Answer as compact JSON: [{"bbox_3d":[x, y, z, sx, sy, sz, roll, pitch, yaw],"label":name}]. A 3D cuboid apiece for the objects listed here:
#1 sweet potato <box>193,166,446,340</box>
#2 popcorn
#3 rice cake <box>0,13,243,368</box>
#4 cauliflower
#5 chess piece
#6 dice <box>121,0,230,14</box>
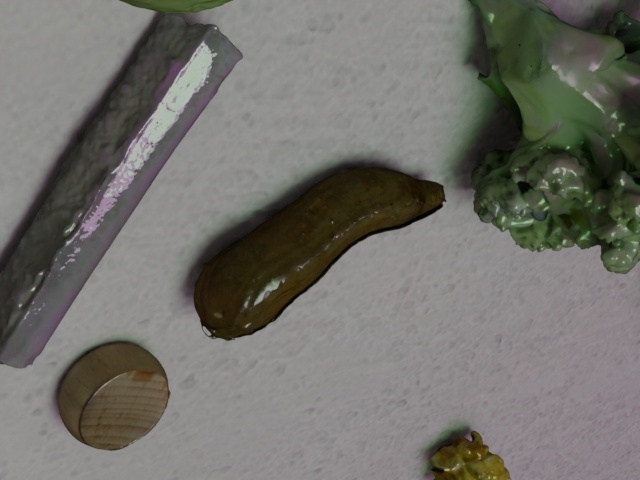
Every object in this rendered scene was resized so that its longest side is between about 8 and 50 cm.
[{"bbox_3d":[0.002,-0.004,0.903,0.233,0.062,0.081,-31,153,-22],"label":"sweet potato"},{"bbox_3d":[0.143,0.236,1.209,0.084,0.084,0.084,-23,135,-25],"label":"popcorn"},{"bbox_3d":[-0.142,-0.027,0.766,0.270,0.049,0.055,-55,153,8],"label":"rice cake"},{"bbox_3d":[0.213,-0.101,0.921,0.256,0.238,0.315,-25,133,38],"label":"cauliflower"},{"bbox_3d":[-0.153,0.116,0.884,0.084,0.038,0.083,-21,132,-25],"label":"chess piece"},{"bbox_3d":[-0.094,-0.258,0.457,0.249,0.254,0.252,-52,138,6],"label":"dice"}]
